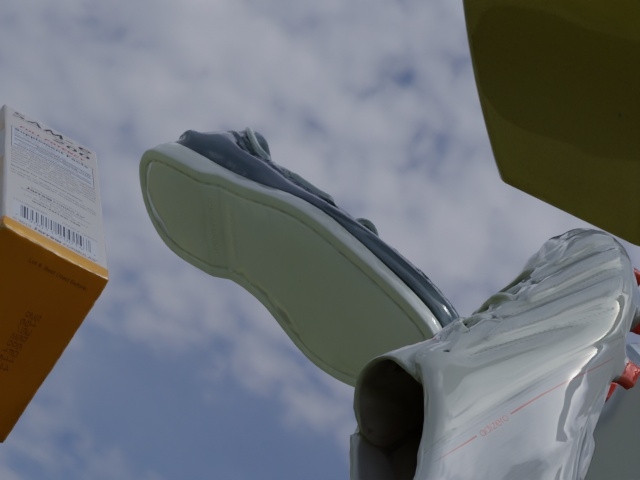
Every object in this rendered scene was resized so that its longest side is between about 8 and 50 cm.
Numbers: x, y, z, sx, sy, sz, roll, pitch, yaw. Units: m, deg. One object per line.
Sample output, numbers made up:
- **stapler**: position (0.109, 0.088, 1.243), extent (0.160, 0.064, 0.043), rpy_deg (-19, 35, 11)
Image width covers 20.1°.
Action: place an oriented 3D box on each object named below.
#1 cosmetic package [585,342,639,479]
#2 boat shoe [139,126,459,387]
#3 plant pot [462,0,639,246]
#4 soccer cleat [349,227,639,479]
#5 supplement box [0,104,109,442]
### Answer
- **cosmetic package**: position (0.244, 0.304, 0.769), extent (0.393, 0.329, 0.327), rpy_deg (22, 21, -35)
- **boat shoe**: position (0.000, 0.000, 1.213), extent (0.319, 0.099, 0.116), rpy_deg (31, -47, 45)
- **plant pot**: position (0.227, -0.116, 1.235), extent (0.212, 0.212, 0.187), rpy_deg (30, -55, 42)
- **soccer cleat**: position (0.051, 0.044, 0.543), extent (0.076, 0.196, 0.068), rpy_deg (29, -56, -1)
- **supplement box**: position (-0.096, 0.007, 0.543), extent (0.036, 0.062, 0.098), rpy_deg (29, 16, -20)
